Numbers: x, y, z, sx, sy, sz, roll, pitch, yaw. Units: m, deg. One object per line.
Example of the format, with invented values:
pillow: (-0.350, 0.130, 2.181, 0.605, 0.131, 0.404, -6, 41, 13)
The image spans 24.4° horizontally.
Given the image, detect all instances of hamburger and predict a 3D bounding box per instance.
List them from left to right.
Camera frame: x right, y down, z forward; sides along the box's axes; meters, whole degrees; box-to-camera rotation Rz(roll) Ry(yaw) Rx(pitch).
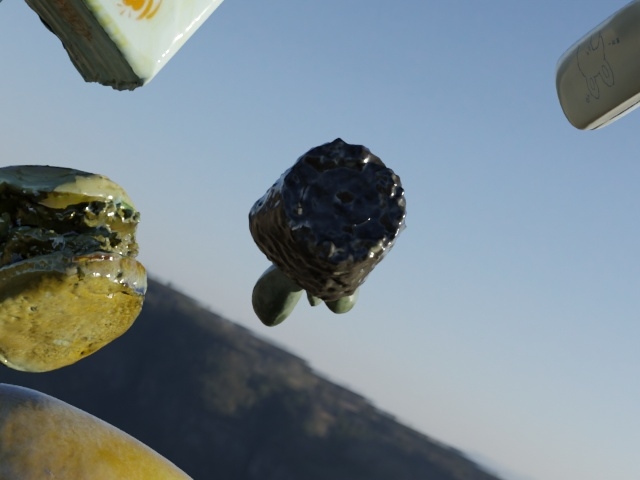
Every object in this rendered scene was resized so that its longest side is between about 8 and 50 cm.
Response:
hamburger: (-0.210, 0.017, 1.178, 0.185, 0.159, 0.131, 50, 19, -57)

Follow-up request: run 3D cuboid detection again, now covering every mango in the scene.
mango: (-0.274, 0.269, 1.520, 0.384, 0.199, 0.221, 24, -39, -23)

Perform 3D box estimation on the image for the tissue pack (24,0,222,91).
tissue pack: (-0.197, -0.408, 1.720, 0.162, 0.388, 0.287, 10, -35, 50)

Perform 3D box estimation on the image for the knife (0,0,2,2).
knife: (-0.375, -0.329, 1.819, 0.026, 0.022, 0.184, 34, 35, -13)

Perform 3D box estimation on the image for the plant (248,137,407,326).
plant: (0.002, -0.002, 1.575, 0.149, 0.146, 0.274, 50, -23, 7)

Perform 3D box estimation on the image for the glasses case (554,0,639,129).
glasses case: (0.310, -0.182, 1.529, 0.059, 0.092, 0.233, -15, -7, -20)
